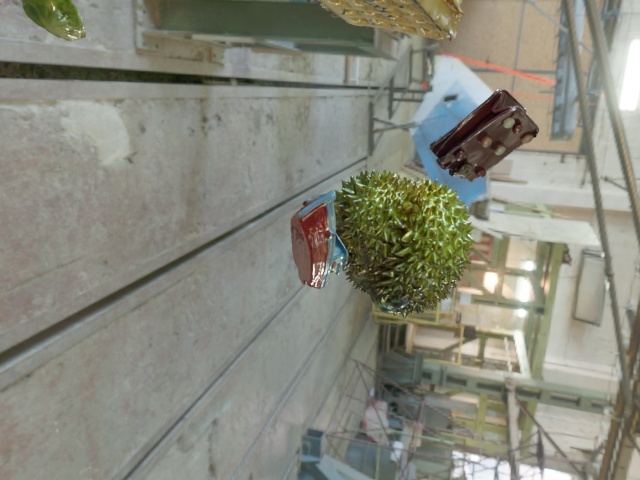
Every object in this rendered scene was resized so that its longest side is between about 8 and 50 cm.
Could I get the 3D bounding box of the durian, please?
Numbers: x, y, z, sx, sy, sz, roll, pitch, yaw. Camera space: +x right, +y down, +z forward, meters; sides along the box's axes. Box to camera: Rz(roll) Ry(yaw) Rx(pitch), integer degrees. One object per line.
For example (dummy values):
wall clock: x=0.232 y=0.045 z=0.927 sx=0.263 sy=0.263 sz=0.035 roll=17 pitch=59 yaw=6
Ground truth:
durian: x=0.148 y=-0.001 z=0.950 sx=0.225 sy=0.291 sz=0.291 roll=-40 pitch=143 yaw=-26

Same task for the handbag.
handbag: x=0.375 y=-0.226 z=1.218 sx=0.203 sy=0.216 sz=0.074 roll=14 pitch=42 yaw=-53

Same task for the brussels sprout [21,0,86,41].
brussels sprout: x=-0.701 y=-0.603 z=1.404 sx=0.100 sy=0.139 sz=0.181 roll=-59 pitch=137 yaw=-39

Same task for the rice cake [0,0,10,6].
rice cake: x=-0.519 y=-0.598 z=0.965 sx=0.399 sy=0.064 sz=0.070 roll=-63 pitch=-165 yaw=0

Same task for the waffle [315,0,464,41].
waffle: x=0.108 y=-0.461 z=0.959 sx=0.376 sy=0.261 sz=0.114 roll=-16 pitch=126 yaw=-67

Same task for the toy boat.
toy boat: x=0.000 y=0.000 z=0.670 sx=0.069 sy=0.059 sz=0.173 roll=58 pitch=-18 yaw=31
